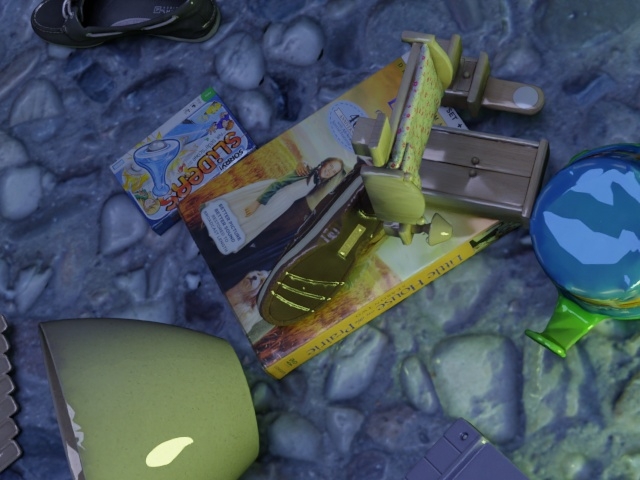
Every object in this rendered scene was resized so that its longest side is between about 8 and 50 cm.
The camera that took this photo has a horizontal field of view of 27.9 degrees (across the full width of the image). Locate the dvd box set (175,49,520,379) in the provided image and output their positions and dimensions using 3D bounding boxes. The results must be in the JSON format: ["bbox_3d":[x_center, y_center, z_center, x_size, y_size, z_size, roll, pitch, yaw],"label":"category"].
[{"bbox_3d":[0.036,-0.040,1.835,0.420,0.062,0.307,-32,65,5],"label":"dvd box set"}]

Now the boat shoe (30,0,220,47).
[{"bbox_3d":[-0.324,-0.373,2.052,0.335,0.095,0.112,3,72,19],"label":"boat shoe"}]

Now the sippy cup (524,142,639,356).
[{"bbox_3d":[0.362,-0.013,1.598,0.240,0.224,0.305,-6,88,22],"label":"sippy cup"}]

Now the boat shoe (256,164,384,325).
[{"bbox_3d":[0.006,0.004,1.761,0.257,0.095,0.095,-46,29,7],"label":"boat shoe"}]

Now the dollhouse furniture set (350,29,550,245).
[{"bbox_3d":[0.185,-0.160,1.598,0.174,0.355,0.303,11,71,16],"label":"dollhouse furniture set"}]

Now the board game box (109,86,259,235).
[{"bbox_3d":[-0.204,-0.121,1.956,0.201,0.035,0.136,-39,64,2],"label":"board game box"}]

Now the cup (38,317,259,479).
[{"bbox_3d":[-0.217,0.241,1.705,0.237,0.331,0.331,-13,65,-15],"label":"cup"}]

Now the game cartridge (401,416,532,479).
[{"bbox_3d":[0.190,0.382,1.543,0.230,0.068,0.355,-44,33,-5],"label":"game cartridge"}]

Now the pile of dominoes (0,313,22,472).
[{"bbox_3d":[-0.539,0.248,1.945,0.196,0.040,0.251,-14,76,12],"label":"pile of dominoes"}]
